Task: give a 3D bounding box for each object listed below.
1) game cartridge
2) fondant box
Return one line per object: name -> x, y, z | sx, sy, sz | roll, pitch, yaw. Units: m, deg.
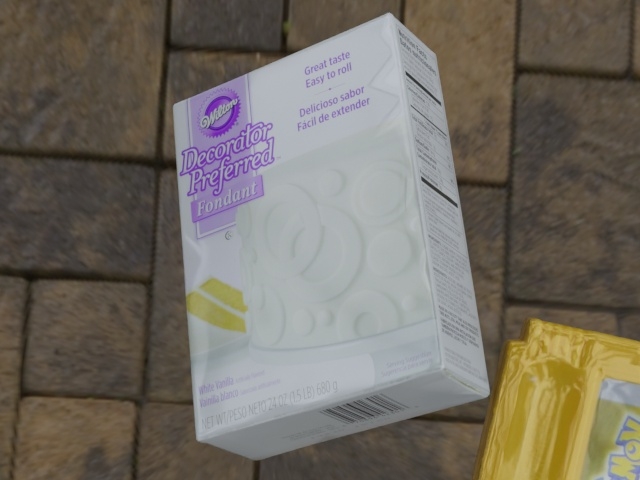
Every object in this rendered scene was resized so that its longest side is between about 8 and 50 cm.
game cartridge -> 0.307, 0.242, 1.365 | 0.323, 0.052, 0.285 | 12, 90, -3
fondant box -> 0.000, 0.000, 1.239 | 0.238, 0.096, 0.330 | -20, 61, 26
